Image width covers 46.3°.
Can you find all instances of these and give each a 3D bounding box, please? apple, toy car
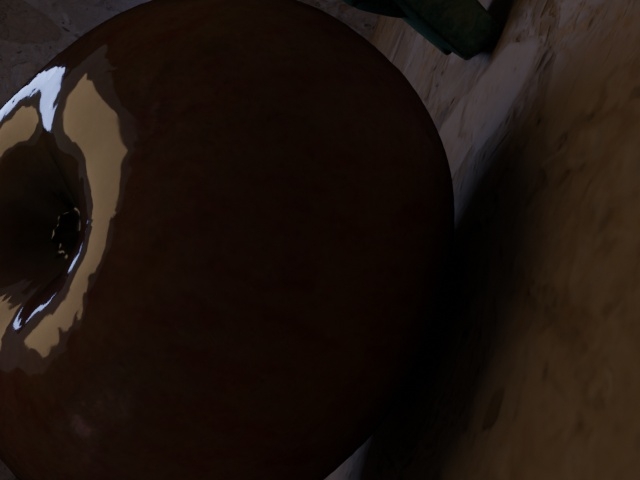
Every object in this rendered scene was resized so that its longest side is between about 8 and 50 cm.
[{"bbox_3d":[-0.081,0.008,0.468,0.344,0.345,0.269,-68,-18,6],"label":"apple"},{"bbox_3d":[0.018,-0.274,0.655,0.097,0.321,0.141,-48,10,13],"label":"toy car"}]
